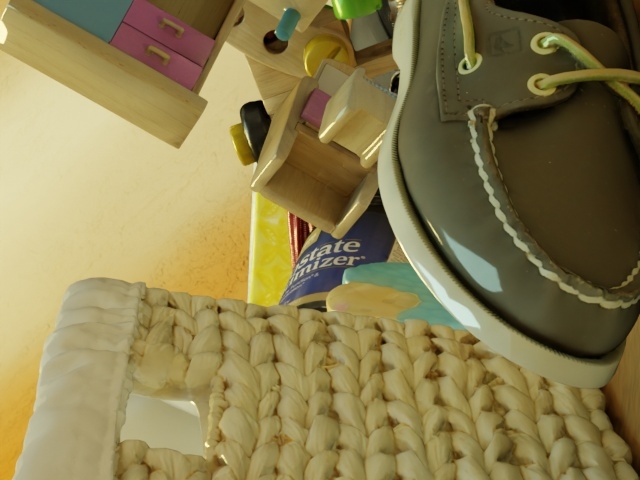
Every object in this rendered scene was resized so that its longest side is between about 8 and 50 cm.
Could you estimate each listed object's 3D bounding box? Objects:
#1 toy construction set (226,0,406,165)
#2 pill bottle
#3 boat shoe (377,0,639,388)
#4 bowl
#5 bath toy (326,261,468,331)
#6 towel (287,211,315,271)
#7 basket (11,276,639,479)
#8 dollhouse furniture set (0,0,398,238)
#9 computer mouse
[{"bbox_3d":[0.037,-0.147,1.525,0.309,0.257,0.237,25,132,63],"label":"toy construction set"},{"bbox_3d":[0.034,0.047,1.563,0.219,0.122,0.123,-68,-14,-56],"label":"pill bottle"},{"bbox_3d":[0.090,-0.058,0.818,0.091,0.109,0.305,-55,19,28],"label":"boat shoe"},{"bbox_3d":[0.000,0.000,2.162,0.289,0.156,0.290,-177,90,-88],"label":"bowl"},{"bbox_3d":[0.048,0.196,1.369,0.129,0.151,0.348,28,122,48],"label":"bath toy"},{"bbox_3d":[0.027,0.059,1.787,0.237,0.037,0.329,-50,-44,-69],"label":"towel"},{"bbox_3d":[-0.005,0.216,0.866,0.328,0.266,0.331,-96,9,-73],"label":"basket"},{"bbox_3d":[-0.018,-0.206,1.176,0.303,0.286,0.198,-49,14,54],"label":"dollhouse furniture set"},{"bbox_3d":[0.065,-0.169,1.866,0.272,0.072,0.188,-90,3,-47],"label":"computer mouse"}]
